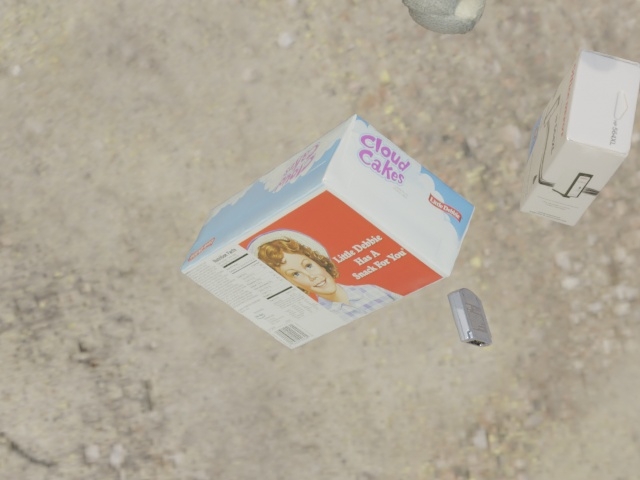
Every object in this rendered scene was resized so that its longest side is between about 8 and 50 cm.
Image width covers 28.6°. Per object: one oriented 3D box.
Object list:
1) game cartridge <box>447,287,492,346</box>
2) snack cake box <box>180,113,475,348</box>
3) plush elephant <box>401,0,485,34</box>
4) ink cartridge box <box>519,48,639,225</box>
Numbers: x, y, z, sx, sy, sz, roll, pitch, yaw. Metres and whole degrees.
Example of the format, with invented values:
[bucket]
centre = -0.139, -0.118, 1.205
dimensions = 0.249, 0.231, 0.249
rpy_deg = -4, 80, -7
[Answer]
[game cartridge]
centre = 0.147, 0.075, 1.239
dimensions = 0.083, 0.017, 0.056
rpy_deg = 23, 54, -65
[snack cake box]
centre = 0.000, 0.000, 1.210
dimensions = 0.152, 0.264, 0.089
rpy_deg = 38, 54, -19
[plush elephant]
centre = 0.143, -0.344, 1.010
dimensions = 0.272, 0.255, 0.330
rpy_deg = 17, 75, -54
[ink cartridge box]
centre = 0.341, -0.134, 1.664
dimensions = 0.086, 0.203, 0.148
rpy_deg = 15, 62, -2
